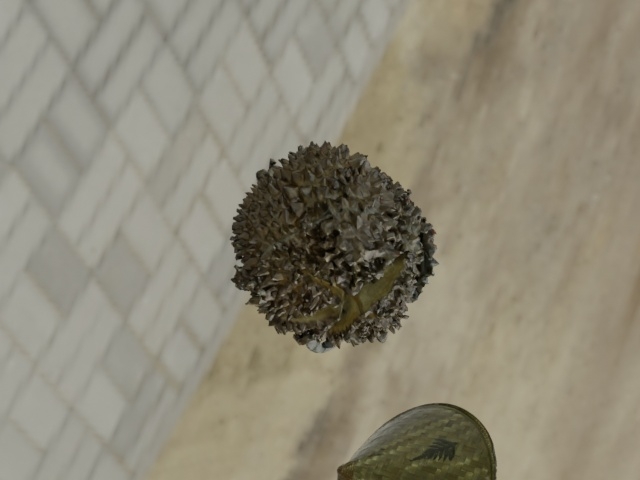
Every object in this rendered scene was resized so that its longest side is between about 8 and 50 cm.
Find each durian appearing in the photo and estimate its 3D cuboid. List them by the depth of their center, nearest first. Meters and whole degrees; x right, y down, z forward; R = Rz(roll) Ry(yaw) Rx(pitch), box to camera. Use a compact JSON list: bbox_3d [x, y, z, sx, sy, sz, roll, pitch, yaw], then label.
[{"bbox_3d":[0.000,0.000,0.659,0.080,0.091,0.080,-29,145,-23],"label":"durian"}]

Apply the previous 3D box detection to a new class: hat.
[{"bbox_3d":[0.033,0.155,1.110,0.067,0.146,0.146,33,75,-34],"label":"hat"}]
